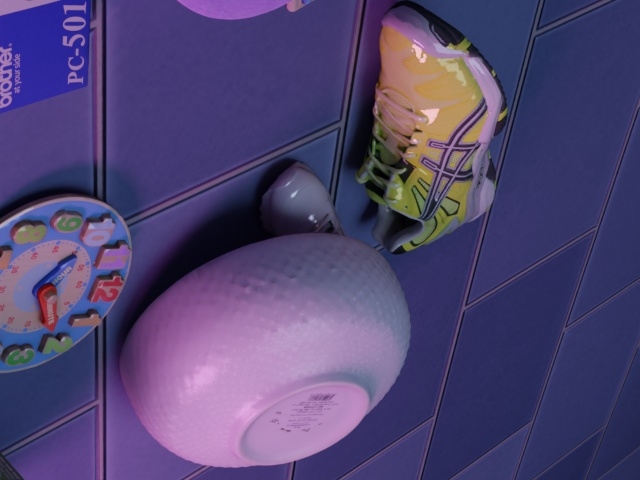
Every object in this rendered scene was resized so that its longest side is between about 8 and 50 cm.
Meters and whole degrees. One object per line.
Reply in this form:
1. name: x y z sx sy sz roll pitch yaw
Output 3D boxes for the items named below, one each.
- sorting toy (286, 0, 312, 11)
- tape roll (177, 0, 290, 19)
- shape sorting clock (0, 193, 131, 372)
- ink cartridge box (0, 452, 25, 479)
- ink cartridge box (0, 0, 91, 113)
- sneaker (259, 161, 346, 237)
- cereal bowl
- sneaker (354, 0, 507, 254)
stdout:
1. sorting toy: -0.006 -0.269 1.290 0.062 0.012 0.083 -31 145 -29
2. tape roll: -0.059 -0.325 1.085 0.275 0.090 0.274 -34 147 -27
3. shape sorting clock: -0.268 0.045 1.258 0.206 0.040 0.206 -34 146 -27
4. ink cartridge box: -0.379 0.292 1.221 0.278 0.201 0.117 14 112 -57
5. ink cartridge box: -0.231 -0.204 1.031 0.097 0.046 0.207 -25 141 -35
6. sneaker: 0.000 0.000 1.512 0.090 0.095 0.235 -41 147 -13
7. cereal bowl: -0.046 0.151 1.468 0.339 0.141 0.339 -17 145 -12
8. sneaker: 0.117 -0.110 1.500 0.147 0.145 0.384 -41 147 -17
